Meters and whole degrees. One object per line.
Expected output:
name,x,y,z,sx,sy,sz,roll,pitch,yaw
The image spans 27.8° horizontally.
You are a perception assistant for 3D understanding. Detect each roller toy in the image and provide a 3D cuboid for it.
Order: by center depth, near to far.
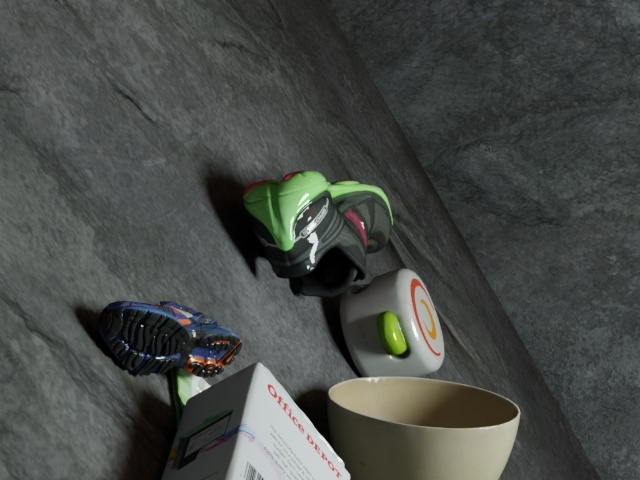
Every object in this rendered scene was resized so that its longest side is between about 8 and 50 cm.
roller toy,0.122,0.158,2.288,0.209,0.146,0.191,52,26,-46

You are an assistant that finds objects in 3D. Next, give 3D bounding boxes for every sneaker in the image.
sneaker,-0.193,0.112,1.562,0.087,0.083,0.221,38,7,35
sneaker,0.000,0.000,2.225,0.483,0.185,0.202,3,76,-67

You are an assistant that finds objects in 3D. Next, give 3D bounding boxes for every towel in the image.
towel,-0.132,0.224,1.622,0.152,0.023,0.113,45,21,-42

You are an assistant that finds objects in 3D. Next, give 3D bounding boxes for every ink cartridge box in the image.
ink cartridge box,-0.075,0.303,1.458,0.201,0.117,0.278,54,21,-20

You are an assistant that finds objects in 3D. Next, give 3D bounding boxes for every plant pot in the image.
plant pot,0.145,0.328,1.918,0.284,0.284,0.191,-23,118,-74
